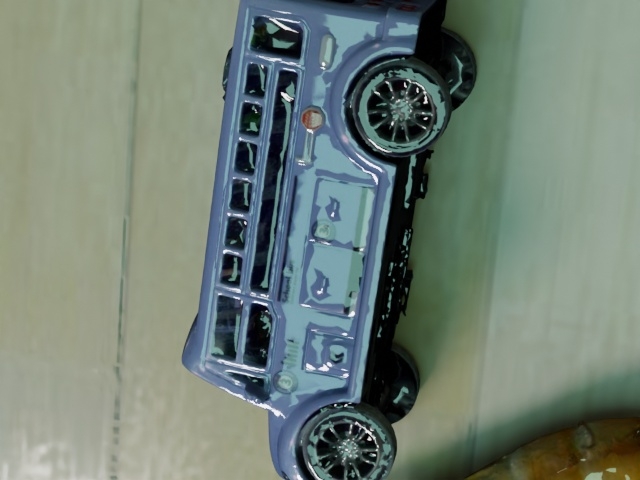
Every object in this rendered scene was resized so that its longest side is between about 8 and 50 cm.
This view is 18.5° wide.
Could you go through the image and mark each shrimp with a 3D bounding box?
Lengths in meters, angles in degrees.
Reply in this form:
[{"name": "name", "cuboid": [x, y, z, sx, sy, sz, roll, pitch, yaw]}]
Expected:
[{"name": "shrimp", "cuboid": [0.118, 0.197, 1.179, 0.287, 0.063, 0.152, -22, 114, 14]}]

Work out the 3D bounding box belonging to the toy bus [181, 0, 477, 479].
[{"name": "toy bus", "cuboid": [0.000, 0.000, 1.098, 0.133, 0.125, 0.292, 11, 108, 8]}]
